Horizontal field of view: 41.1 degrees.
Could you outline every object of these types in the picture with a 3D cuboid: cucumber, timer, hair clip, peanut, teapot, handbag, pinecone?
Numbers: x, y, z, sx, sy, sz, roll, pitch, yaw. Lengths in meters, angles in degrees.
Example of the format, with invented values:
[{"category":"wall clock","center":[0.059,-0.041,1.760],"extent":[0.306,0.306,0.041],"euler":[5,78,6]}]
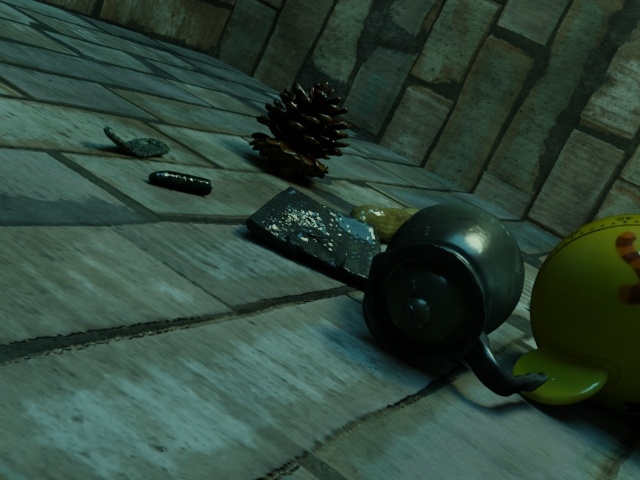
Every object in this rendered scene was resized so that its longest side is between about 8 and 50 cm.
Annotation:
[{"category":"cucumber","center":[-0.255,-0.107,1.540],"extent":[0.133,0.032,0.032],"euler":[10,20,-45]},{"category":"timer","center":[0.511,0.147,1.395],"extent":[0.376,0.376,0.387],"euler":[25,36,0]},{"category":"hair clip","center":[-0.360,-0.188,1.648],"extent":[0.066,0.036,0.229],"euler":[34,8,13]},{"category":"peanut","center":[0.135,-0.039,1.898],"extent":[0.089,0.089,0.193],"euler":[36,16,38]},{"category":"teapot","center":[0.186,0.109,1.275],"extent":[0.223,0.305,0.285],"euler":[-15,5,25]},{"category":"handbag","center":[0.000,0.000,1.519],"extent":[0.270,0.088,0.175],"euler":[25,21,-5]},{"category":"pinecone","center":[-0.035,-0.276,2.147],"extent":[0.264,0.264,0.264],"euler":[24,13,-6]}]

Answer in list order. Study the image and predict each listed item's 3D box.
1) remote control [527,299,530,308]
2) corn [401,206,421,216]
[{"category":"remote control","center":[0.530,0.180,1.892],"extent":[0.061,0.029,0.162],"euler":[13,18,-37]},{"category":"corn","center":[0.323,-0.009,2.133],"extent":[0.288,0.086,0.086],"euler":[22,13,-6]}]
